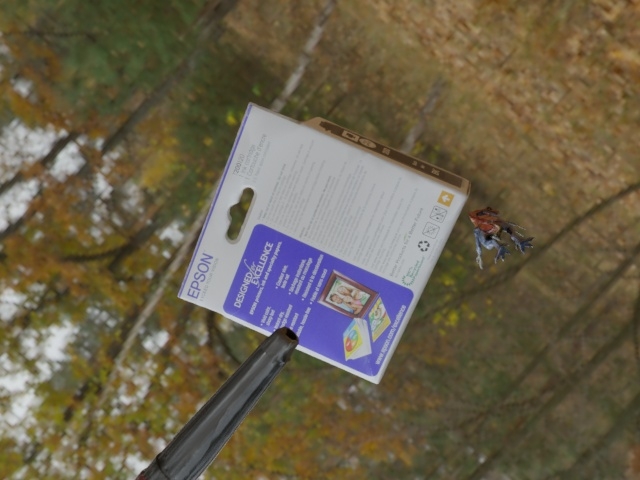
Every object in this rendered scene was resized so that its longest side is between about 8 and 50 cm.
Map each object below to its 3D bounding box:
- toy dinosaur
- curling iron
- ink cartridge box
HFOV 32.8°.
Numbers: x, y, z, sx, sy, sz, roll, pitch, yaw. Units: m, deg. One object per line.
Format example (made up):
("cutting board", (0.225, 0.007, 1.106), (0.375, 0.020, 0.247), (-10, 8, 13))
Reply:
("toy dinosaur", (0.148, -0.015, 0.928), (0.082, 0.047, 0.090), (54, 172, 48))
("curling iron", (-0.099, 0.161, 0.677), (0.035, 0.274, 0.068), (38, -169, -14))
("ink cartridge box", (0.000, 0.000, 0.989), (0.208, 0.206, 0.045), (23, -159, 0))
